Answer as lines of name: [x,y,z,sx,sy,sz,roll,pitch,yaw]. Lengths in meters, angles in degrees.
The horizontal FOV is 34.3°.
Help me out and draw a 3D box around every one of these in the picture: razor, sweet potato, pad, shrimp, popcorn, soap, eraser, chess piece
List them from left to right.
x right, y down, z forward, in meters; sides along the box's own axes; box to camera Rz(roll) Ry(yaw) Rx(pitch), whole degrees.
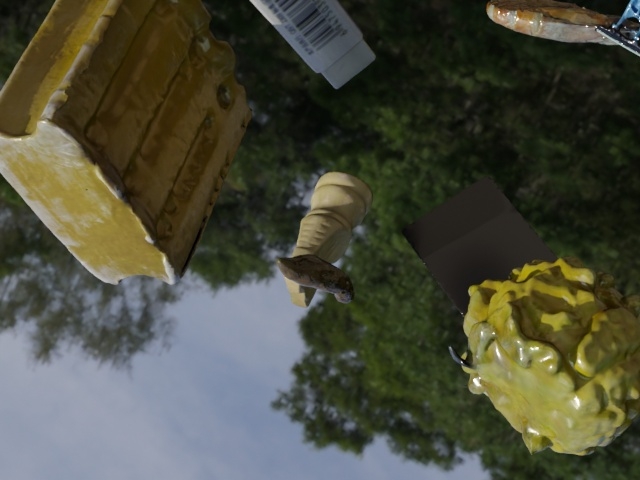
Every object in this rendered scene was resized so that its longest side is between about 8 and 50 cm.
soap: [-0.233,-0.155,1.293,0.156,0.335,0.293,-3,140,25]
eraser: [-0.037,-0.303,1.278,0.124,0.081,0.279,55,-171,31]
chess piece: [0.000,0.000,1.473,0.090,0.090,0.200,27,-124,0]
sweet potato: [0.003,0.043,1.199,0.041,0.038,0.153,5,164,38]
pad: [0.249,0.040,1.474,0.265,0.160,0.009,55,174,29]
popcorn: [0.275,0.141,1.252,0.225,0.249,0.249,-18,-138,-33]
shrimp: [0.460,-0.413,1.920,0.317,0.062,0.164,17,-145,29]
razor: [0.412,-0.339,1.269,0.082,0.253,0.042,35,-123,20]
